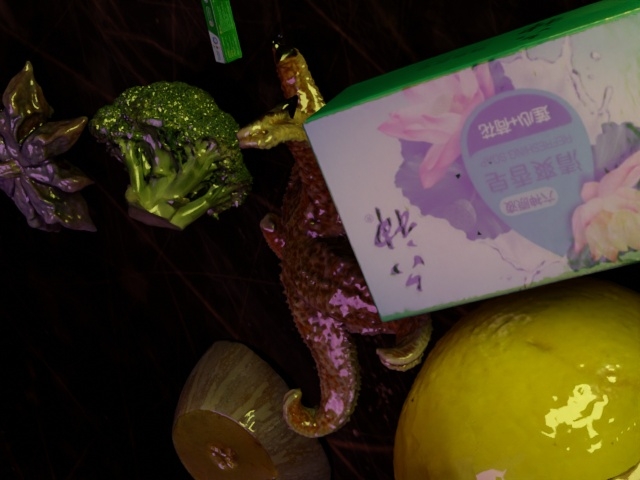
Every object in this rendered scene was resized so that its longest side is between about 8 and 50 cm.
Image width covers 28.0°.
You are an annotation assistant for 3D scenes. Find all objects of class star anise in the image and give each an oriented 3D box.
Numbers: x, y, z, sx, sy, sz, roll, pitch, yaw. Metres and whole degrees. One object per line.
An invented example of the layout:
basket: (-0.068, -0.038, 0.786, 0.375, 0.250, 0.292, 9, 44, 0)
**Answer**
star anise: (-0.350, -0.091, 1.527, 0.230, 0.081, 0.262, 50, 145, -5)

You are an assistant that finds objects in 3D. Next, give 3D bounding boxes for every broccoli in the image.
broccoli: (-0.136, -0.080, 1.223, 0.145, 0.138, 0.162, -1, 155, 45)

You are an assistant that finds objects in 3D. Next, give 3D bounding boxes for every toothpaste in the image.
toothpaste: (-0.092, -0.202, 1.157, 0.017, 0.020, 0.083, 19, 130, 47)

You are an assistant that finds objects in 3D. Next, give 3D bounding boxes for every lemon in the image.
lemon: (0.162, 0.157, 0.930, 0.240, 0.219, 0.240, 38, 144, 34)

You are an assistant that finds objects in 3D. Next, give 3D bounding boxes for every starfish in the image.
starfish: (-0.003, 0.001, 1.053, 0.303, 0.113, 0.312, 86, 167, -45)

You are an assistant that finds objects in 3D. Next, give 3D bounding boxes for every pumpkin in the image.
pumpkin: (-0.093, 0.225, 1.423, 0.217, 0.110, 0.217, 25, 129, 36)

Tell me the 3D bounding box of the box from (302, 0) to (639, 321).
box: (0.131, -0.054, 0.832, 0.244, 0.092, 0.153, -17, 104, 27)

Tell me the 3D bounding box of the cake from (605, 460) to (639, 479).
cake: (0.223, 0.201, 0.712, 0.185, 0.208, 0.178, 10, 155, -1)
